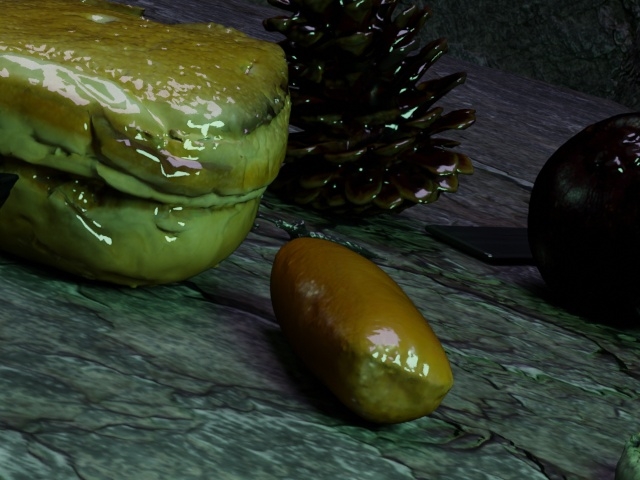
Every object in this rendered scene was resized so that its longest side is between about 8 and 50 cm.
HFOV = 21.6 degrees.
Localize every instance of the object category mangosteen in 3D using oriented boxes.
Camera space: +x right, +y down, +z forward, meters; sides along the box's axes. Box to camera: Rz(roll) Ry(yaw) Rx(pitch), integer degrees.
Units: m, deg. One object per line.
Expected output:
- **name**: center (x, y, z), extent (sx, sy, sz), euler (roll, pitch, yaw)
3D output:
- **mangosteen**: center (0.330, -0.002, 1.701), extent (0.228, 0.228, 0.265), euler (32, -22, 48)

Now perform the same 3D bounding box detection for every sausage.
- **sausage**: center (0.021, 0.060, 1.203), extent (0.098, 0.098, 0.238), euler (13, 15, -20)

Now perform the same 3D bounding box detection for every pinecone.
- **pinecone**: center (0.037, -0.162, 1.770), extent (0.246, 0.292, 0.246), euler (-14, 16, 4)

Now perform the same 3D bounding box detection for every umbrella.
- **umbrella**: center (0.002, -0.003, 1.612), extent (0.149, 0.022, 0.022), euler (14, 50, -19)

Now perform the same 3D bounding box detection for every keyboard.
- **keyboard**: center (0.261, -0.001, 1.956), extent (0.103, 0.041, 0.381), euler (27, 22, 34)

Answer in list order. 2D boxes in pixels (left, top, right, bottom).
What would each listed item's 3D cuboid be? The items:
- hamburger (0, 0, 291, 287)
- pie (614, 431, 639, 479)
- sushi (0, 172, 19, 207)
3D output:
- **hamburger**: center (-0.176, -0.093, 1.317), extent (0.304, 0.174, 0.284), euler (21, 29, 8)
- **pie**: center (0.315, 0.188, 1.137), extent (0.240, 0.054, 0.240), euler (15, 11, -3)
- **sushi**: center (-0.312, 0.000, 1.010), extent (0.273, 0.109, 0.134), euler (10, 8, 42)
